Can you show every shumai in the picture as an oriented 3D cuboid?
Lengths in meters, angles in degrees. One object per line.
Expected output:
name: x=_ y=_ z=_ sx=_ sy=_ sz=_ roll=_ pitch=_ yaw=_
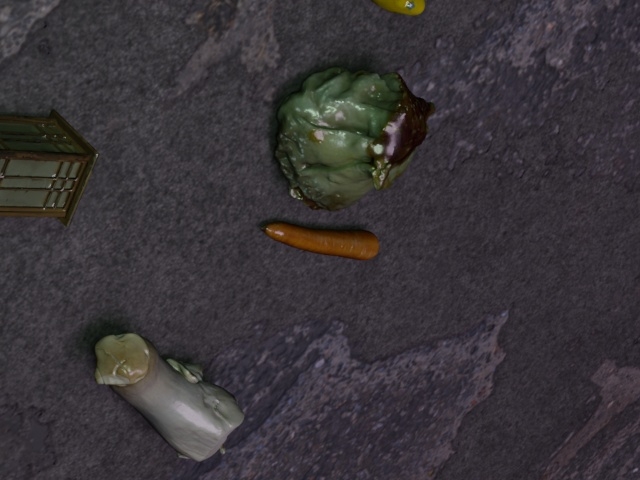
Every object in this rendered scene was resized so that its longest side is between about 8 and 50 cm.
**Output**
shumai: x=0.050 y=-0.099 z=2.159 sx=0.184 sy=0.142 sz=0.184 roll=-25 pitch=135 yaw=-28

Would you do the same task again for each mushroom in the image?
mushroom: x=-0.177 y=0.177 z=2.225 sx=0.099 sy=0.096 sz=0.278 roll=-48 pitch=140 yaw=-2

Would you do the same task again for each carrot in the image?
carrot: x=0.000 y=0.000 z=2.288 sx=0.190 sy=0.037 sz=0.037 roll=6 pitch=118 yaw=-47

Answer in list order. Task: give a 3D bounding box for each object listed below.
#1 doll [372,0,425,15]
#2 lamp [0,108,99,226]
doll: x=0.089 y=-0.300 z=2.089 sx=0.135 sy=0.071 sz=0.113 roll=-4 pitch=108 yaw=-51
lamp: x=-0.364 y=-0.071 z=1.806 sx=0.325 sy=0.090 sz=0.089 roll=0 pitch=123 yaw=-45
